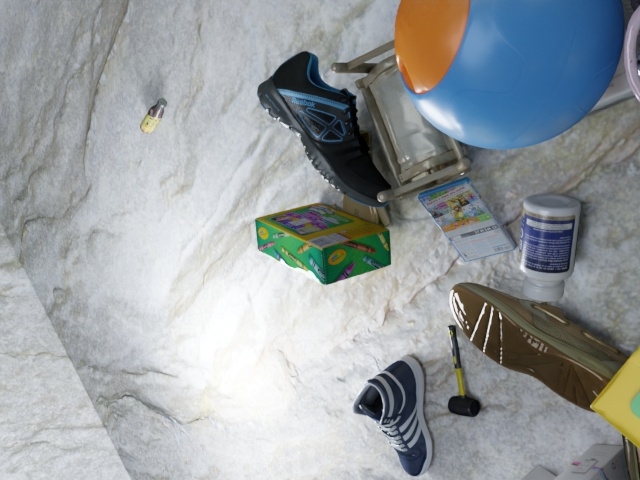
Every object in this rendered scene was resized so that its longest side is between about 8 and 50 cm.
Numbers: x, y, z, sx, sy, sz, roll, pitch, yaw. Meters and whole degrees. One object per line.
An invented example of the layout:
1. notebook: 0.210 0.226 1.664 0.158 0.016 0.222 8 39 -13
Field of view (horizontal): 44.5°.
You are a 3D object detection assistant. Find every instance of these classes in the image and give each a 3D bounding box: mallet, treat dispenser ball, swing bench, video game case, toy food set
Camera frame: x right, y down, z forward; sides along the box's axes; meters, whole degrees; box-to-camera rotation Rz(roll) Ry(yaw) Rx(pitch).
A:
1. mallet: 0.275 0.267 1.596 0.062 0.039 0.190 -15 89 51
2. treat dispenser ball: 0.239 -0.263 1.008 0.288 0.288 0.288 20 118 41
3. swing bench: 0.156 -0.215 1.407 0.165 0.254 0.253 -22 89 14
4. video game case: 0.269 -0.036 1.443 0.119 0.015 0.166 -18 117 49
5. toy food set: 0.094 -0.060 1.665 0.192 0.038 0.133 -36 72 59

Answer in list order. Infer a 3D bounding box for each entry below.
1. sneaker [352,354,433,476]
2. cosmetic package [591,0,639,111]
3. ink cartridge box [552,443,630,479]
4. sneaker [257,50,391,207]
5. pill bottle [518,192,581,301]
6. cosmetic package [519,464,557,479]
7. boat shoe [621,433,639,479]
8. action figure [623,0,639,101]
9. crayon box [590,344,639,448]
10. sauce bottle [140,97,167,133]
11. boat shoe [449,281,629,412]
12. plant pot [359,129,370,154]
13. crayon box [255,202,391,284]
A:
1. sneaker: 0.155 0.400 1.680 0.099 0.153 0.283 9 111 45
2. cosmetic package: 0.357 -0.377 1.170 0.217 0.156 0.385 -21 88 48
3. ink cartridge box: 0.462 0.443 1.335 0.067 0.198 0.115 -10 97 48
4. sneaker: 0.029 -0.209 1.499 0.139 0.125 0.341 -43 90 18
5. pill bottle: 0.386 0.013 1.329 0.094 0.094 0.170 19 118 41
6. cosmetic package: 0.485 0.606 1.406 0.365 0.155 0.197 33 126 35
7. boat shoe: 0.566 0.400 1.294 0.104 0.110 0.308 -9 91 20
8. action figure: 0.546 -0.308 0.894 0.370 0.275 0.248 -7 103 33
9. crayon box: 0.626 0.234 1.086 0.363 0.106 0.313 42 113 28
10. sauce bottle: -0.453 -0.340 2.130 0.042 0.042 0.128 60 139 12
11. boat shoe: 0.383 0.170 1.385 0.341 0.110 0.122 35 139 29
12. plant pot: 0.047 -0.190 1.629 0.083 0.081 0.082 26 123 52
13. crayon box: 0.000 0.000 1.644 0.278 0.165 0.081 24 124 54
